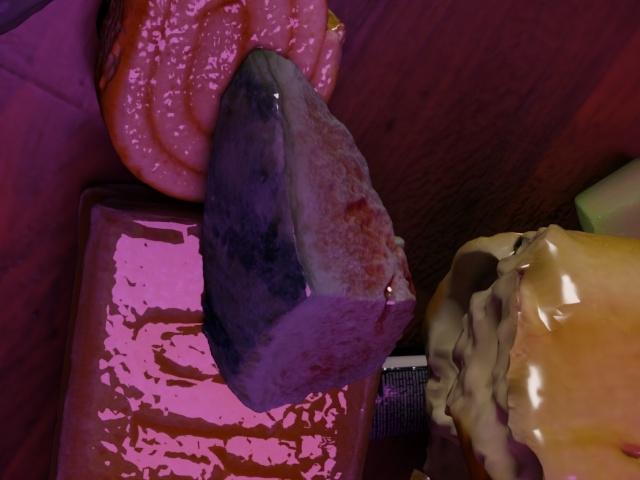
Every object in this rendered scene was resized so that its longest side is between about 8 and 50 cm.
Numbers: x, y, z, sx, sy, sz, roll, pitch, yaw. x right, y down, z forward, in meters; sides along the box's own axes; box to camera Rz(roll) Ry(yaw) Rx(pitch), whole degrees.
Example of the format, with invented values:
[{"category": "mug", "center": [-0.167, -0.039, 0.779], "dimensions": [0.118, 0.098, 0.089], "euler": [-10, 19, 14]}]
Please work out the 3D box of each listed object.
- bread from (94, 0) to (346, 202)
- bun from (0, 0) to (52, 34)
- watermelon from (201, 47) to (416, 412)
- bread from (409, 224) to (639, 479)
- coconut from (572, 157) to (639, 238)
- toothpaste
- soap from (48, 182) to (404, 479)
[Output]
[{"category": "bread", "center": [-0.049, -0.096, 0.602], "dimensions": [0.122, 0.073, 0.149], "euler": [11, 114, -27]}, {"category": "bun", "center": [-0.167, -0.239, 0.424], "dimensions": [0.354, 0.194, 0.354], "euler": [-5, 115, -11]}, {"category": "watermelon", "center": [-0.008, 0.000, 0.576], "dimensions": [0.094, 0.081, 0.180], "euler": [-29, 118, -31]}, {"category": "bread", "center": [0.227, 0.193, 0.626], "dimensions": [0.394, 0.361, 0.250], "euler": [5, 157, -20]}, {"category": "coconut", "center": [0.196, -0.005, 0.711], "dimensions": [0.081, 0.083, 0.082], "euler": [-27, 141, 6]}, {"category": "toothpaste", "center": [0.041, 0.093, 0.736], "dimensions": [0.193, 0.045, 0.071], "euler": [-6, 108, -8]}, {"category": "soap", "center": [-0.060, 0.112, 0.665], "dimensions": [0.173, 0.089, 0.274], "euler": [6, 104, -12]}]
